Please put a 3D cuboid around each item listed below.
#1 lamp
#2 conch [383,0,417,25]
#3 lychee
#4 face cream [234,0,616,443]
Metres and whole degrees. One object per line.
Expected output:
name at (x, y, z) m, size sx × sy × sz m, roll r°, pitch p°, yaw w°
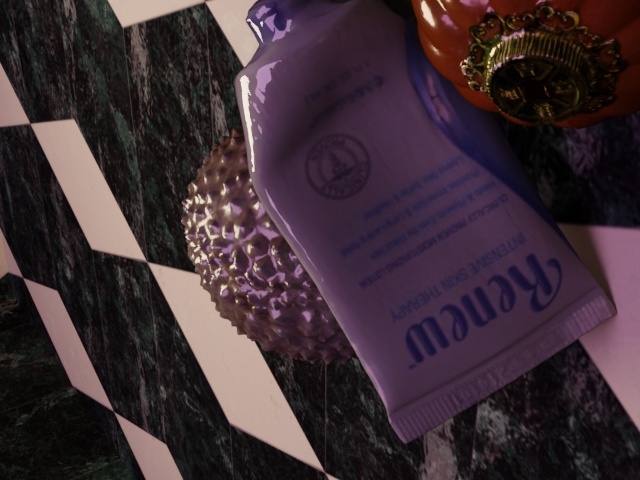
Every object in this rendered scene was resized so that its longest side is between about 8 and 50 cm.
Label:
lamp at (0.177, -0.183, 0.855) m, size 0.223 × 0.223 × 0.197 m, roll 122°, pitch 168°, yaw -58°
conch at (0.100, -0.308, 0.974) m, size 0.220 × 0.195 × 0.277 m, roll 45°, pitch 128°, yaw -1°
lychee at (-0.003, 0.002, 1.214) m, size 0.300 × 0.300 × 0.300 m, roll 42°, pitch 142°, yaw 45°
face cream at (0.068, -0.046, 1.036) m, size 0.420 × 0.234 × 0.137 m, roll 58°, pitch 179°, yaw -9°
